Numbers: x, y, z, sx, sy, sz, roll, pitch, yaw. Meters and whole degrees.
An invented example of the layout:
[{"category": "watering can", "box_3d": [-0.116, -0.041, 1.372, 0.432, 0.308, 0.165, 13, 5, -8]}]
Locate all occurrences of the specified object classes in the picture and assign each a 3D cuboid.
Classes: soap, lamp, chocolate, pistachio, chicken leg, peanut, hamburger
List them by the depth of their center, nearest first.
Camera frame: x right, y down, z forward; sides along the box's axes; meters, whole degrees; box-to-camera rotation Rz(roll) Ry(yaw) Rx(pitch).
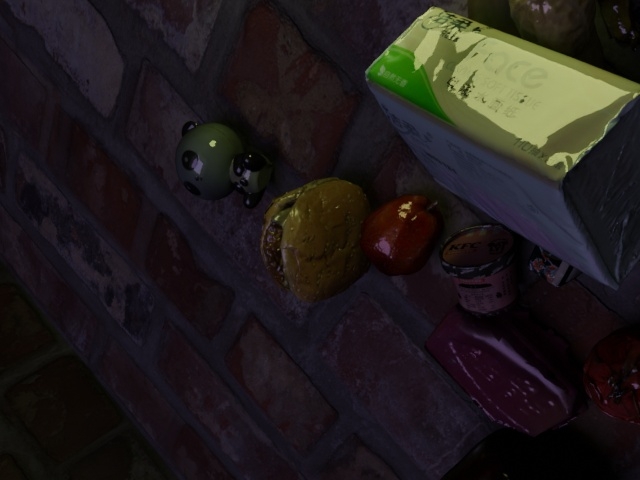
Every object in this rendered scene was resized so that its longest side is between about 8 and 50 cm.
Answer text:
[{"category": "chicken leg", "box_3d": [0.435, -0.397, 1.173, 0.103, 0.088, 0.228, -1, 119, 35]}, {"category": "peanut", "box_3d": [0.370, -0.312, 1.193, 0.120, 0.136, 0.298, -8, 146, 25]}, {"category": "pistachio", "box_3d": [0.306, -0.400, 1.260, 0.131, 0.129, 0.206, 21, 134, 23]}, {"category": "soap", "box_3d": [0.386, 0.256, 1.580, 0.325, 0.127, 0.220, 45, 139, 15]}, {"category": "chocolate", "box_3d": [0.399, 0.554, 1.581, 0.383, 0.383, 0.331, 33, 128, 27]}, {"category": "hamburger", "box_3d": [0.001, 0.000, 1.685, 0.144, 0.283, 0.260, 22, 132, 45]}, {"category": "lamp", "box_3d": [-0.243, -0.185, 1.906, 0.243, 0.197, 0.198, 21, 127, 25]}]

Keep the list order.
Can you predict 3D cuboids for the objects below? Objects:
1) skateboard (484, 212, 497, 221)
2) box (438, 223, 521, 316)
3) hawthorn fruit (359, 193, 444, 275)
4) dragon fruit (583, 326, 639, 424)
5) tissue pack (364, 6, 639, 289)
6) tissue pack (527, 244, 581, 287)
[{"category": "skateboard", "box_3d": [0.366, -0.053, 1.468, 0.151, 0.067, 0.080, 45, 148, 24]}, {"category": "box", "box_3d": [0.319, 0.063, 1.516, 0.151, 0.151, 0.135, 8, 127, 42]}, {"category": "hawthorn fruit", "box_3d": [0.173, -0.011, 1.610, 0.173, 0.179, 0.173, 55, 179, 1]}, {"category": "dragon fruit", "box_3d": [0.552, 0.238, 1.357, 0.172, 0.209, 0.172, -6, 75, 21]}, {"category": "tissue pack", "box_3d": [0.311, -0.149, 1.186, 0.405, 0.205, 0.332, 41, 177, 42]}, {"category": "tissue pack", "box_3d": [0.447, -0.012, 1.370, 0.090, 0.103, 0.170, 41, 136, 27]}]
